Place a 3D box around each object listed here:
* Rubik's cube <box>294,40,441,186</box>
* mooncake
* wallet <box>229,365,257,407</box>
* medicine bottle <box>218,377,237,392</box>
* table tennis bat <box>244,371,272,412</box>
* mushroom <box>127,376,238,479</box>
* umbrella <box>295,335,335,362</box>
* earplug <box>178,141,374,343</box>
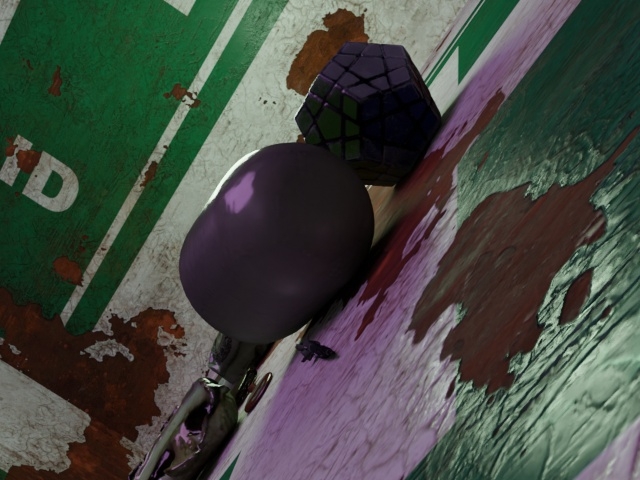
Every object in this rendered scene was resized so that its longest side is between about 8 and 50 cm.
[{"bbox_3d":[0.103,-0.264,1.710,0.319,0.319,0.264,-56,30,3],"label":"Rubik's cube"},{"bbox_3d":[-0.193,0.239,2.203,0.250,0.136,0.254,-58,2,41],"label":"mooncake"},{"bbox_3d":[-0.221,0.401,1.983,0.198,0.031,0.110,-53,6,36],"label":"wallet"},{"bbox_3d":[-0.293,0.455,2.269,0.201,0.052,0.171,-59,4,-39],"label":"medicine bottle"},{"bbox_3d":[-0.135,0.321,1.716,0.098,0.019,0.155,-57,7,-11],"label":"table tennis bat"},{"bbox_3d":[-0.289,0.461,1.746,0.344,0.130,0.247,-58,20,-6],"label":"mushroom"},{"bbox_3d":[-0.013,0.172,1.257,0.269,0.044,0.044,145,128,-81],"label":"umbrella"},{"bbox_3d":[-0.072,-0.011,1.506,0.312,0.313,0.394,-59,6,-32],"label":"earplug"}]
